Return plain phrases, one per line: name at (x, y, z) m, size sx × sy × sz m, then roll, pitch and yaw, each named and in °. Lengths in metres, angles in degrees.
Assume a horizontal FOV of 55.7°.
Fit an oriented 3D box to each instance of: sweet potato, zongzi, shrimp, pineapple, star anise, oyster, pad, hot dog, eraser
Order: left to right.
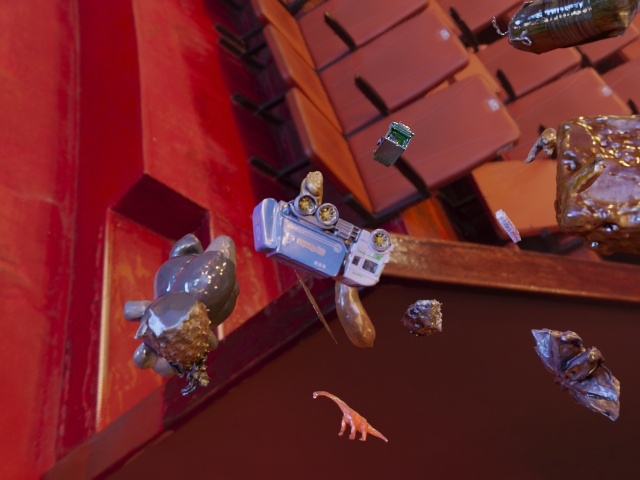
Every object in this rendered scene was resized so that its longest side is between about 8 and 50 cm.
pineapple at (-0.227, 0.184, 1.033) m, size 0.108 × 0.108 × 0.197 m, roll -92°, pitch 174°, yaw -55°
pad at (-0.014, 0.246, 2.207) m, size 0.220 × 0.004 × 0.330 m, roll 61°, pitch -2°, yaw 26°
sweet potato at (0.097, 0.208, 1.924) m, size 0.097 × 0.097 × 0.292 m, roll -5°, pitch 74°, yaw -62°
oyster at (0.282, 0.213, 1.640) m, size 0.105 × 0.177 × 0.056 m, roll 23°, pitch 50°, yaw 0°
eraser at (0.665, -0.050, 2.146) m, size 0.122 × 0.029 × 0.052 m, roll 49°, pitch 25°, yaw -19°
shrimp at (0.686, -0.284, 1.869) m, size 0.051 × 0.132 × 0.187 m, roll 31°, pitch 20°, yaw 7°
star anise at (0.742, 0.371, 1.747) m, size 0.332 × 0.117 × 0.332 m, roll 48°, pitch -9°, yaw 10°
zongzi at (0.491, -0.442, 1.136) m, size 0.241 × 0.248 × 0.111 m, roll -41°, pitch 117°, yaw -33°
hot dog at (0.370, -0.090, 0.832) m, size 0.021 × 0.037 × 0.083 m, roll 14°, pitch -14°, yaw 5°

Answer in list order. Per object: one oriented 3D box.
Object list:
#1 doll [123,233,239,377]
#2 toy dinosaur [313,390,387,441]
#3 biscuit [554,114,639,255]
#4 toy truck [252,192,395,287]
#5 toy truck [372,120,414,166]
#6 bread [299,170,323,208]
doll at (-0.290, 0.133, 1.524) m, size 0.252 × 0.378 × 0.382 m, roll 44°, pitch 39°, yaw -24°
toy dinosaur at (0.088, 0.557, 1.868) m, size 0.279 × 0.055 × 0.101 m, roll 34°, pitch 48°, yaw -19°
biscuit at (0.736, -0.126, 1.362) m, size 0.166 × 0.395 × 0.342 m, roll 72°, pitch 26°, yaw -52°
toy truck at (0.000, 0.000, 1.557) m, size 0.367 × 0.175 × 0.146 m, roll 24°, pitch -12°, yaw -12°
toy truck at (0.181, -0.241, 1.532) m, size 0.065 × 0.147 × 0.079 m, roll 30°, pitch 70°, yaw -3°
bread at (-0.035, -0.145, 2.173) m, size 0.081 × 0.225 × 0.134 m, roll 6°, pitch 44°, yaw 2°
